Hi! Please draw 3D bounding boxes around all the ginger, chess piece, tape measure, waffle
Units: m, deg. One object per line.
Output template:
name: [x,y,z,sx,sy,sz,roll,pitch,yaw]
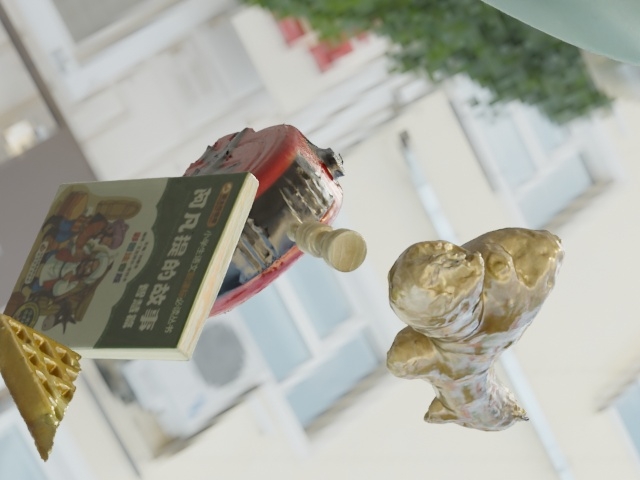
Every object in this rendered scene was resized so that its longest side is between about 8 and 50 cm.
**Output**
ginger: [0.113,0.066,1.470,0.148,0.081,0.334,-41,157,-18]
chess piece: [0.000,0.000,1.576,0.035,0.035,0.092,-33,-155,-19]
tape measure: [-0.092,-0.026,2.082,0.253,0.114,0.260,-46,-163,-28]
waffle: [-0.223,0.145,1.705,0.032,0.125,0.191,-45,-135,9]

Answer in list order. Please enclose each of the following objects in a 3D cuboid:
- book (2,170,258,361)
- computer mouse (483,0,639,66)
book: [-0.196,0.026,1.943,0.264,0.027,0.202,-1,-124,39]
computer mouse: [0.141,-0.217,1.213,0.288,0.097,0.159,34,-83,38]
